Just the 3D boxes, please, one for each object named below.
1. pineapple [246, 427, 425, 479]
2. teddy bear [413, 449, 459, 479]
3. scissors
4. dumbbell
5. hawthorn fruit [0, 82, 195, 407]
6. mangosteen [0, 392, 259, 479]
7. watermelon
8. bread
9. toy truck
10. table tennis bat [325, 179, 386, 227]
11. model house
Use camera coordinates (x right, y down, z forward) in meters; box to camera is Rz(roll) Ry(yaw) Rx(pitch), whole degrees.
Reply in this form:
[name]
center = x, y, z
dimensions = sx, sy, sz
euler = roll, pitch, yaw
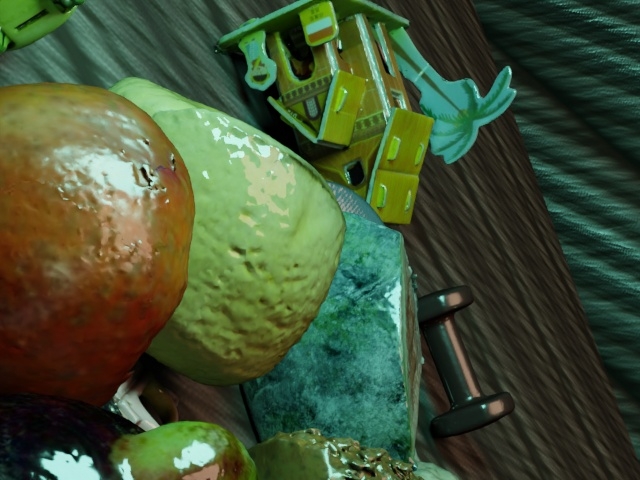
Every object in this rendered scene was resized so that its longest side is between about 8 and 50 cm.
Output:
[pineapple]
center = 0.063, 0.321, 1.319
dimensions = 0.362, 0.202, 0.202
euler = 21, 47, -41
[teddy bear]
center = 0.219, 0.395, 1.540
dimensions = 0.327, 0.375, 0.362
euler = 8, 74, -51
[scissors]
center = -0.184, 0.146, 1.095
dimensions = 0.160, 0.024, 0.317
euler = 50, 5, -3
[dumbbell]
center = 0.207, 0.191, 1.944
dimensions = 0.124, 0.140, 0.225
euler = 5, 64, -74
[hawthorn fruit]
center = -0.259, 0.007, 0.938
dimensions = 0.307, 0.276, 0.276
euler = 5, 60, -34
[mangosteen]
center = -0.180, 0.230, 0.819
dimensions = 0.288, 0.288, 0.288
euler = 49, 28, -37
[watermelon]
center = 0.030, 0.139, 1.528
dimensions = 0.258, 0.228, 0.387
euler = 39, 38, -66
[bread]
center = -0.128, -0.009, 1.229
dimensions = 0.320, 0.237, 0.320
euler = 40, -6, 5
[toy truck]
center = -0.325, -0.286, 1.215
dimensions = 0.187, 0.148, 0.210
euler = 56, 3, -30
[table tennis bat]
center = 0.000, 0.000, 1.683
dimensions = 0.215, 0.044, 0.329
euler = -49, 115, -34
[model house]
center = 0.090, -0.193, 1.802
dimensions = 0.300, 0.340, 0.324
euler = 1, 72, -65
